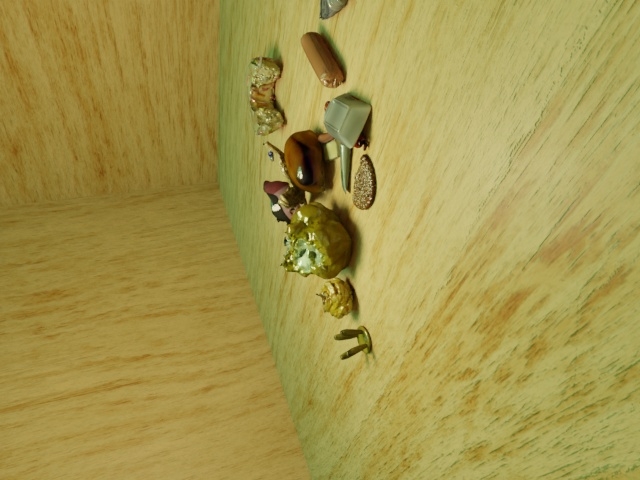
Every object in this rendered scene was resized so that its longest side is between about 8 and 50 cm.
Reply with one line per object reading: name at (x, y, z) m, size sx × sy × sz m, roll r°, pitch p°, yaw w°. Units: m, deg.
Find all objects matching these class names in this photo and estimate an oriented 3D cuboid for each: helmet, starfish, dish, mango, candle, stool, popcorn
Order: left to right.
helmet at (-0.164, -0.199, 2.263) m, size 0.198 × 0.154 × 0.253 m, roll 39°, pitch -144°, yaw -53°
starfish at (-0.129, -0.267, 2.026) m, size 0.432 × 0.083 × 0.323 m, roll 8°, pitch -115°, yaw -73°
mango at (-0.060, -0.328, 1.903) m, size 0.201 × 0.153 × 0.287 m, roll 120°, pitch 144°, yaw -44°
popcorn at (0.064, 0.229, 1.886) m, size 0.148 × 0.152 × 0.167 m, roll 74°, pitch -179°, yaw -49°
dish at (0.064, -0.422, 1.585) m, size 0.234 × 0.064 × 0.154 m, roll 49°, pitch 120°, yaw 52°
candle at (0.083, -0.409, 1.656) m, size 0.329 × 0.048 × 0.051 m, roll 60°, pitch 136°, yaw 45°
stool at (0.127, 0.397, 1.819) m, size 0.134 × 0.111 × 0.134 m, roll -136°, pitch 42°, yaw -59°

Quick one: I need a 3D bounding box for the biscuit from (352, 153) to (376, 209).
biscuit at (0.150, -0.184, 1.608) m, size 0.126 × 0.025 × 0.206 m, roll -121°, pitch 29°, yaw -44°

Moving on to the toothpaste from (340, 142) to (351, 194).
toothpaste at (0.089, -0.277, 1.712) m, size 0.064 × 0.041 × 0.218 m, roll -108°, pitch 16°, yaw -56°

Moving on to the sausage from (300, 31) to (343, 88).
sausage at (0.003, -0.656, 1.692) m, size 0.086 × 0.086 × 0.289 m, roll 109°, pitch 145°, yaw -53°

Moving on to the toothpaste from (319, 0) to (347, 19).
toothpaste at (0.036, -0.812, 1.585) m, size 0.099 × 0.069 × 0.282 m, roll -60°, pitch 23°, yaw 14°

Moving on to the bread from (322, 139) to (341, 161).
bread at (0.046, -0.347, 1.807) m, size 0.154 × 0.028 × 0.068 m, roll -178°, pitch 78°, yaw -70°

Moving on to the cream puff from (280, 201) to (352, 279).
cream puff at (0.000, 0.001, 1.855) m, size 0.323 × 0.270 × 0.274 m, roll 105°, pitch -177°, yaw -47°

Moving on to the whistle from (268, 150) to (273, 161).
whistle at (-0.277, -0.480, 2.607) m, size 0.033 × 0.029 × 0.083 m, roll -116°, pitch 14°, yaw -76°

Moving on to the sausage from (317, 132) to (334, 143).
sausage at (0.033, -0.404, 1.786) m, size 0.047 × 0.040 × 0.177 m, roll 43°, pitch 167°, yaw -15°

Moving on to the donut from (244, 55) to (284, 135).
donut at (-0.279, -0.713, 2.325) m, size 0.307 × 0.150 × 0.370 m, roll -145°, pitch 49°, yaw -63°
